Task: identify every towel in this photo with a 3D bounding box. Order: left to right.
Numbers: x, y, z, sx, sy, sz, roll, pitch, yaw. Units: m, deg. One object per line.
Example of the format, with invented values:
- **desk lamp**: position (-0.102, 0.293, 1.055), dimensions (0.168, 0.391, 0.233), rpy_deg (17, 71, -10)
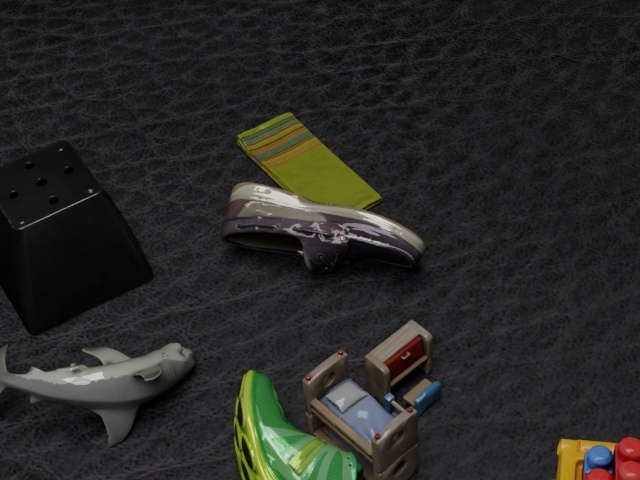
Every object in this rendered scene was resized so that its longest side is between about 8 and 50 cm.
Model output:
- **towel**: position (-0.019, -0.107, 1.883), dimensions (0.102, 0.021, 0.237), rpy_deg (-30, 52, -21)

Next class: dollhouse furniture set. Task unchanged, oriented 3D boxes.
- **dollhouse furniture set**: position (0.090, 0.185, 1.528), dimensions (0.183, 0.129, 0.129), rpy_deg (-36, 54, -25)

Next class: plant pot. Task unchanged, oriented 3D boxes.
- **plant pot**: position (-0.362, -0.020, 1.733), dimensions (0.188, 0.167, 0.187), rpy_deg (-27, 50, -18)

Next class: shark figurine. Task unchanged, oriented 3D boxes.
- **shark figurine**: position (-0.286, 0.197, 1.576), dimensions (0.278, 0.116, 0.166), rpy_deg (-4, 13, -10)

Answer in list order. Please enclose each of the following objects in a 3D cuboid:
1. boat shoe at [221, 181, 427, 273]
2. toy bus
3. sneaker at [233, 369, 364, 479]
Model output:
- **boat shoe**: position (0.000, 0.000, 1.737), dimensions (0.285, 0.103, 0.092), rpy_deg (16, 70, 13)
- **toy bus**: position (0.301, 0.312, 1.339), dimensions (0.149, 0.211, 0.220), rpy_deg (5, 49, 8)
- **sneaker**: position (-0.018, 0.276, 1.483), dimensions (0.123, 0.109, 0.295), rpy_deg (-14, 52, -22)
